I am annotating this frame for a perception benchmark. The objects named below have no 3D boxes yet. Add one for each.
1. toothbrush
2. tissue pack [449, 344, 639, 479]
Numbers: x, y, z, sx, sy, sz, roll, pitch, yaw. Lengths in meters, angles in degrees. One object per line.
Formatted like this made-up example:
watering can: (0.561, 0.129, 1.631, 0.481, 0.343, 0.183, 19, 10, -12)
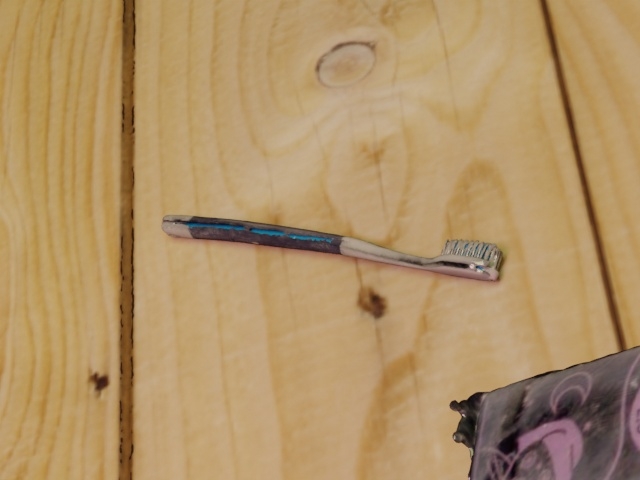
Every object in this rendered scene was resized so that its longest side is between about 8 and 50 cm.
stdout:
toothbrush: (0.000, 0.000, 1.105, 0.288, 0.024, 0.026, 7, 61, 33)
tissue pack: (0.216, 0.160, 0.723, 0.361, 0.122, 0.259, -23, 46, 43)
